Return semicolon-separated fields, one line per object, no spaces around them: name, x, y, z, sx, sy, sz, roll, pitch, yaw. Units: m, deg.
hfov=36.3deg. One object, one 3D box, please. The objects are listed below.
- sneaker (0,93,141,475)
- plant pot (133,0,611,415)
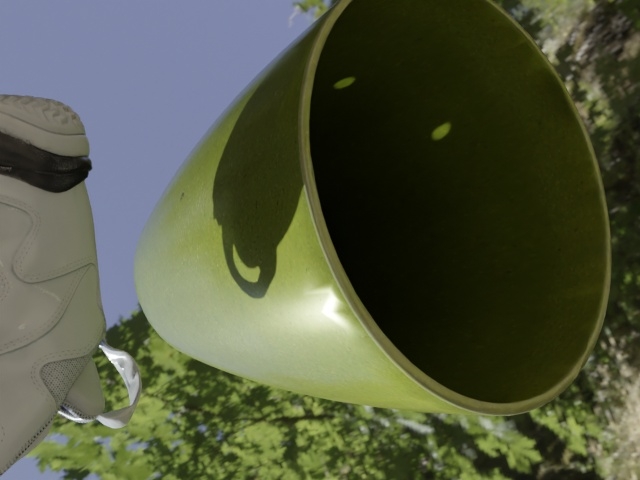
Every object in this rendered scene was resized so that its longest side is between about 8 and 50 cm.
sneaker;-0.272;0.055;0.512;0.366;0.137;0.210;-17;-98;-30
plant pot;0.000;0.000;0.690;0.275;0.294;0.274;15;-113;-38
